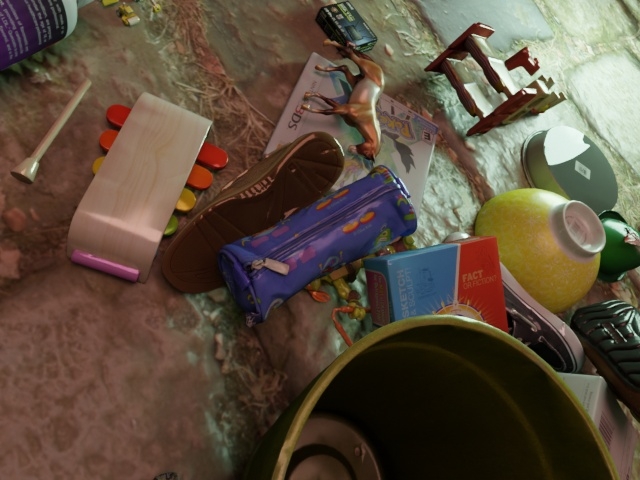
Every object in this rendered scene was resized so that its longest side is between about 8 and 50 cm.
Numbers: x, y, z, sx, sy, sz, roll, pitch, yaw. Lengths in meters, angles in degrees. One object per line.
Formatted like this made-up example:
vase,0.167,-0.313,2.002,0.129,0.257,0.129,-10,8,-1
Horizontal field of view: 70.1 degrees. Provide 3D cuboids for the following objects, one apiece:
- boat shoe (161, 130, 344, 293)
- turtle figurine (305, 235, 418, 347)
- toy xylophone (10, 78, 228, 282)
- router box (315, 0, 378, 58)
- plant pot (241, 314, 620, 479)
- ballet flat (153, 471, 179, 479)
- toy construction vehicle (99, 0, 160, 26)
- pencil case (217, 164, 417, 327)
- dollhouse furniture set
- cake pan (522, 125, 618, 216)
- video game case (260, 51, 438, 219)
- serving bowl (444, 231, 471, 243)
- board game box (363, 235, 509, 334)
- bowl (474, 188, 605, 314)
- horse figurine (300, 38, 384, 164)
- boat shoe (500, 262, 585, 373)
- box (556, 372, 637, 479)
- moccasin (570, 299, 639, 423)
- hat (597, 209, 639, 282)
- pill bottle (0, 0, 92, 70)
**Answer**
boat shoe,-0.108,-0.047,0.738,0.341,0.110,0.122,-40,114,-16
turtle figurine,0.053,0.042,0.778,0.217,0.087,0.270,-28,69,-11
toy xylophone,-0.290,-0.112,0.695,0.236,0.081,0.323,29,59,-11
router box,0.061,-0.486,1.047,0.092,0.038,0.123,-32,84,-33
plant pot,0.060,0.303,0.514,0.366,0.353,0.367,9,65,-21
ballet flat,-0.176,0.348,0.573,0.041,0.041,0.115,-16,76,-29
toy construction vehicle,-0.358,-0.449,0.840,0.098,0.035,0.086,49,58,2
pencil case,0.000,0.000,0.661,0.306,0.133,0.119,-29,82,-19
dollhouse furniture set,0.451,-0.393,1.148,0.374,0.152,0.201,-17,75,-47
cake pan,0.651,-0.173,1.173,0.292,0.054,0.294,9,65,-21
video game case,0.078,-0.202,0.932,0.328,0.036,0.300,26,60,-12
serving bowl,0.297,0.017,0.941,0.083,0.027,0.084,10,64,-20
board game box,0.204,0.166,0.747,0.242,0.064,0.317,-11,94,-29
bowl,0.492,0.001,0.964,0.289,0.156,0.290,10,64,-21
horse figurine,0.063,-0.297,0.909,0.174,0.066,0.264,20,63,-9
boat shoe,0.369,0.157,0.868,0.301,0.108,0.102,47,64,-2
box,0.432,0.352,0.774,0.182,0.119,0.181,50,56,-22
moccasin,0.573,0.221,0.839,0.139,0.380,0.147,-23,100,12
hat,0.733,0.016,1.028,0.208,0.183,0.173,-41,103,-22
pill bottle,-0.489,-0.342,0.647,0.181,0.181,0.323,41,57,-3
